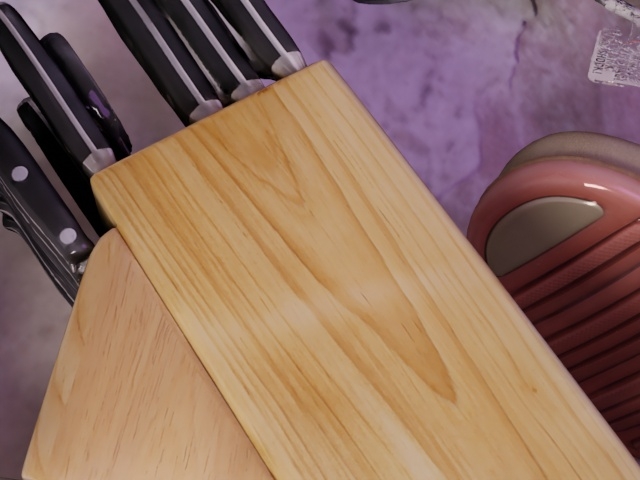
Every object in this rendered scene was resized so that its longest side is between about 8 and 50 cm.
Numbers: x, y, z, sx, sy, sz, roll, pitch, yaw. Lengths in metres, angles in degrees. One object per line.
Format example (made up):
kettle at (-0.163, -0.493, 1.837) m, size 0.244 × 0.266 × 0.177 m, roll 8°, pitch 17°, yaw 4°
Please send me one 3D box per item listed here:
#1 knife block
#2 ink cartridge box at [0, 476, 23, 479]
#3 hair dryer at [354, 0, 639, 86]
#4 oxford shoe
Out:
knife block at (0.000, 0.000, 0.478) m, size 0.275 × 0.088 × 0.242 m, roll 11°, pitch 64°, yaw 8°
ink cartridge box at (-0.270, 0.122, 0.354) m, size 0.371 × 0.069 × 0.176 m, roll 15°, pitch 64°, yaw -24°
hair dryer at (0.151, -0.184, 0.699) m, size 0.223 × 0.080 × 0.293 m, roll 27°, pitch 46°, yaw 1°
oxford shoe at (0.228, 0.038, 0.664) m, size 0.397 × 0.140 × 0.146 m, roll 30°, pitch 49°, yaw -28°
